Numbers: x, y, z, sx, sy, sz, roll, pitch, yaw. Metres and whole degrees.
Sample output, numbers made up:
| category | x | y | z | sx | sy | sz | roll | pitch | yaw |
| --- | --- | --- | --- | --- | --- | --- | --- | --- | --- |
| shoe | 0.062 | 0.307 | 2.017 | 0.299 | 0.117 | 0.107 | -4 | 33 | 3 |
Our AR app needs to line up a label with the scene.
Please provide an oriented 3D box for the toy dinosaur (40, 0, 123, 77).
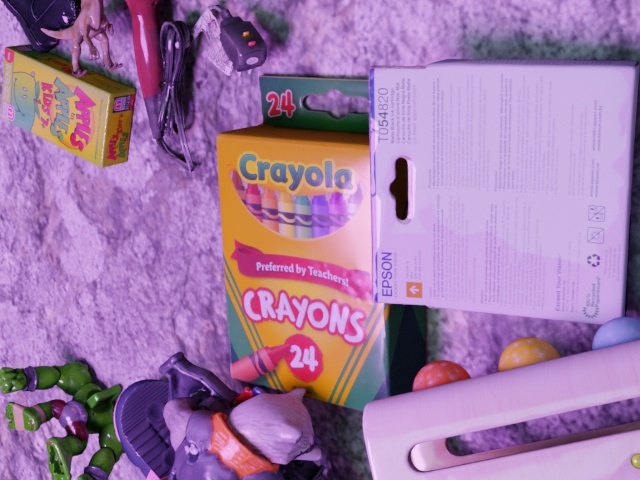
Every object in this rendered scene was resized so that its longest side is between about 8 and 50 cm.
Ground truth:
| category | x | y | z | sx | sy | sz | roll | pitch | yaw |
| --- | --- | --- | --- | --- | --- | --- | --- | --- | --- |
| toy dinosaur | -0.253 | -0.229 | 1.060 | 0.183 | 0.053 | 0.093 | -19 | 82 | 60 |

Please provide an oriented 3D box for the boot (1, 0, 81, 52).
| category | x | y | z | sx | sy | sz | roll | pitch | yaw |
| --- | --- | --- | --- | --- | --- | --- | --- | --- | --- |
| boot | -0.323 | -0.288 | 1.136 | 0.099 | 0.045 | 0.121 | -28 | 94 | 40 |

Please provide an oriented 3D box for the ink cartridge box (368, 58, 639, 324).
| category | x | y | z | sx | sy | sz | roll | pitch | yaw |
| --- | --- | --- | --- | --- | --- | --- | --- | --- | --- |
| ink cartridge box | 0.155 | -0.044 | 0.840 | 0.224 | 0.045 | 0.223 | 5 | 107 | 20 |

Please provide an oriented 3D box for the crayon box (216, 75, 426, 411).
| category | x | y | z | sx | sy | sz | roll | pitch | yaw |
| --- | --- | --- | --- | --- | --- | --- | --- | --- | --- |
| crayon box | 0.000 | 0.000 | 0.969 | 0.202 | 0.081 | 0.319 | 8 | 107 | 34 |

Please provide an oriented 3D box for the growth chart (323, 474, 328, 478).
| category | x | y | z | sx | sy | sz | roll | pitch | yaw |
| --- | --- | --- | --- | --- | --- | --- | --- | --- | --- |
| growth chart | 0.065 | 0.359 | 1.058 | 0.237 | 0.021 | 0.172 | 29 | 114 | 24 |

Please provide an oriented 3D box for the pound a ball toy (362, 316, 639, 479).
| category | x | y | z | sx | sy | sz | roll | pitch | yaw |
| --- | --- | --- | --- | --- | --- | --- | --- | --- | --- |
| pound a ball toy | 0.177 | 0.157 | 0.846 | 0.319 | 0.208 | 0.136 | -16 | 79 | 20 |

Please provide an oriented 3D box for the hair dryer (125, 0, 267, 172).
| category | x | y | z | sx | sy | sz | roll | pitch | yaw |
| --- | --- | --- | --- | --- | --- | --- | --- | --- | --- |
| hair dryer | -0.194 | -0.233 | 1.036 | 0.293 | 0.080 | 0.223 | 57 | 132 | 14 |

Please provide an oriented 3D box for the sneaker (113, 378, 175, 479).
| category | x | y | z | sx | sy | sz | roll | pitch | yaw |
| --- | --- | --- | --- | --- | --- | --- | --- | --- | --- |
| sneaker | -0.146 | 0.306 | 1.169 | 0.319 | 0.112 | 0.131 | 65 | 159 | -5 |

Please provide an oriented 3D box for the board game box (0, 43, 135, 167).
| category | x | y | z | sx | sy | sz | roll | pitch | yaw |
| --- | --- | --- | --- | --- | --- | --- | --- | --- | --- |
| board game box | -0.305 | -0.163 | 1.161 | 0.181 | 0.043 | 0.092 | 26 | 117 | 27 |

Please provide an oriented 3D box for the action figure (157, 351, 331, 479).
| category | x | y | z | sx | sy | sz | roll | pitch | yaw |
| --- | --- | --- | --- | --- | --- | --- | --- | --- | --- |
| action figure | -0.084 | 0.298 | 0.995 | 0.341 | 0.178 | 0.330 | 33 | 112 | 9 |

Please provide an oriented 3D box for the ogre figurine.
| category | x | y | z | sx | sy | sz | roll | pitch | yaw |
| --- | --- | --- | --- | --- | --- | --- | --- | --- | --- |
| ogre figurine | -0.314 | 0.231 | 1.237 | 0.197 | 0.118 | 0.097 | 36 | 126 | 24 |
